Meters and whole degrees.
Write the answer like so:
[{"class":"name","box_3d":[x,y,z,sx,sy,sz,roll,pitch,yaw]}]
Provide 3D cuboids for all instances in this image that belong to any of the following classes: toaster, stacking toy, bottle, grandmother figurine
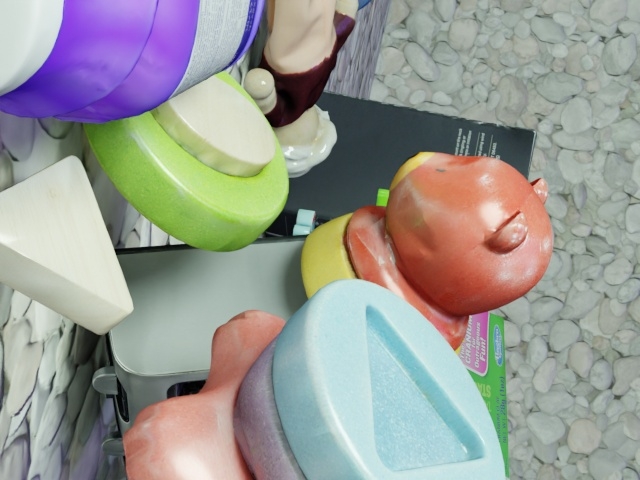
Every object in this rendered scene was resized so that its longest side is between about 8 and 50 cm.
[{"class":"toaster","box_3d":[-0.054,0.086,0.717,0.168,0.185,0.110,98,-16,-49]},{"class":"stacking toy","box_3d":[0.000,0.000,0.545,0.130,0.279,0.309,-37,-165,29]},{"class":"bottle","box_3d":[-0.089,-0.107,0.431,0.283,0.092,0.118,-63,157,-71]},{"class":"stacking toy","box_3d":[-0.019,0.029,1.129,0.052,0.166,0.221,-73,172,-61]},{"class":"grandmother figurine","box_3d":[-0.021,-0.191,1.042,0.208,0.104,0.342,-41,156,-33]}]

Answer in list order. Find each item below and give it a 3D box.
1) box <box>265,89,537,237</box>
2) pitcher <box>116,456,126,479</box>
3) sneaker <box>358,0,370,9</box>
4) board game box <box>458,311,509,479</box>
[{"class":"box","box_3d":[0.097,-0.030,1.468,0.343,0.312,0.179,87,16,-69]},{"class":"pitcher","box_3d":[-0.084,0.227,0.866,0.207,0.125,0.178,22,68,-45]},{"class":"sneaker","box_3d":[0.011,-0.349,1.080,0.131,0.111,0.296,-48,154,-43]},{"class":"board game box","box_3d":[0.081,0.165,0.964,0.316,0.064,0.242,21,65,-57]}]
